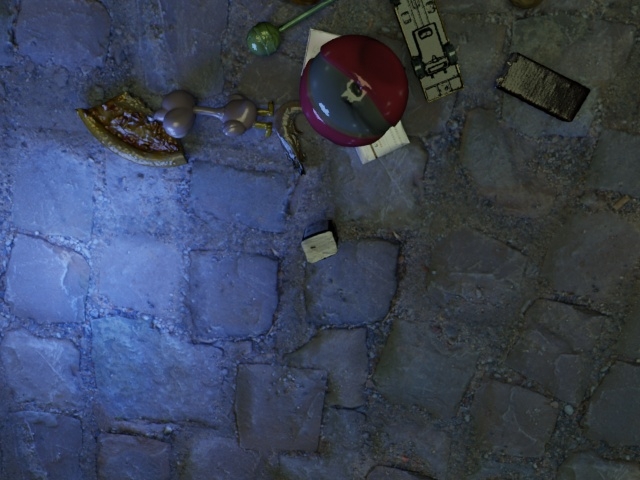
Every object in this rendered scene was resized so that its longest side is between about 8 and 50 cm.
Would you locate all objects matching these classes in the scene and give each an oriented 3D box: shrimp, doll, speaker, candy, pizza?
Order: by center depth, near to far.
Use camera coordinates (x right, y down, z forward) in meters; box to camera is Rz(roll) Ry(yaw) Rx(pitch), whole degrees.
[{"bbox_3d":[0.083,-0.391,1.517,0.294,0.294,0.294,1,107,4],"label":"speaker"},{"bbox_3d":[-0.055,-0.621,1.571,0.335,0.092,0.093,-30,115,4],"label":"candy"},{"bbox_3d":[-0.319,-0.364,1.629,0.365,0.160,0.094,-1,149,3],"label":"doll"},{"bbox_3d":[-0.051,-0.306,1.675,0.152,0.046,0.219,-14,105,12],"label":"shrimp"},{"bbox_3d":[-0.556,-0.329,1.691,0.365,0.074,0.182,31,107,-5],"label":"pizza"}]

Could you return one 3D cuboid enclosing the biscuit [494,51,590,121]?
[{"bbox_3d":[0.611,-0.427,1.574,0.252,0.070,0.106,25,106,-3],"label":"biscuit"}]

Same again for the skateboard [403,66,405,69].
[{"bbox_3d":[0.208,-0.424,1.618,0.080,0.067,0.151,16,113,-11],"label":"skateboard"}]

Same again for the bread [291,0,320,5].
[{"bbox_3d":[-0.115,-0.770,1.482,0.344,0.149,0.195,33,92,-8],"label":"bread"}]

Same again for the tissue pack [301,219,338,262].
[{"bbox_3d":[0.000,0.000,1.697,0.103,0.170,0.090,-19,104,8],"label":"tissue pack"}]

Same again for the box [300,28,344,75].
[{"bbox_3d":[0.021,-0.520,1.602,0.129,0.051,0.130,13,106,1],"label":"box"}]

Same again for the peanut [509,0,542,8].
[{"bbox_3d":[0.496,-0.731,1.471,0.125,0.111,0.274,-30,102,17],"label":"peanut"}]

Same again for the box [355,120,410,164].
[{"bbox_3d":[0.178,-0.294,1.664,0.154,0.040,0.084,-23,106,12],"label":"box"}]

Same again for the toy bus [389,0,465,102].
[{"bbox_3d":[0.284,-0.555,1.533,0.121,0.123,0.335,-20,104,12],"label":"toy bus"}]
